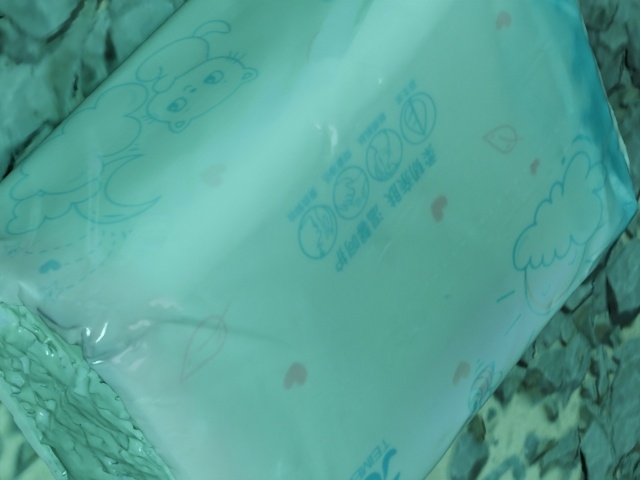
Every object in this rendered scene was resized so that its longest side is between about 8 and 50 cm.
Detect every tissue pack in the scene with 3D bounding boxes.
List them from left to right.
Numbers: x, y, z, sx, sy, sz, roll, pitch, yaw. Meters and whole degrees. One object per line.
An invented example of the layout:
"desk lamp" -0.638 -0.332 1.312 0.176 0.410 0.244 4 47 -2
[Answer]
"tissue pack" -0.001 -0.002 0.761 0.271 0.124 0.201 -48 130 -26
